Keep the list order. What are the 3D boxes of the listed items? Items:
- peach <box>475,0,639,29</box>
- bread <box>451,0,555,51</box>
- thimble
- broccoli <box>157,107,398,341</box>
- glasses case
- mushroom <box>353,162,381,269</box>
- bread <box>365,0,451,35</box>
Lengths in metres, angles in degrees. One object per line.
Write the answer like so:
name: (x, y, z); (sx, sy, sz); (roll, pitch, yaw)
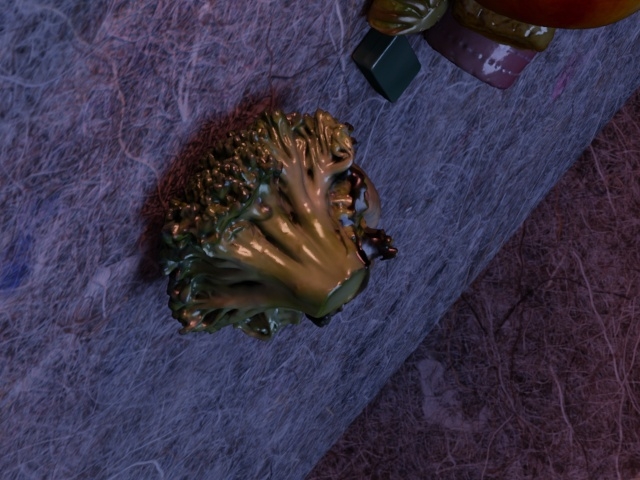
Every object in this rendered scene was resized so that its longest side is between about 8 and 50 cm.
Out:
peach: (0.297, -0.460, 1.873); (0.388, 0.388, 0.388); (-46, 161, -21)
bread: (0.303, -0.426, 2.189); (0.132, 0.167, 0.294); (-118, -133, -82)
thimble: (0.252, -0.323, 2.359); (0.125, 0.163, 0.189); (-56, 155, 13)
broccoli: (-0.065, -0.008, 2.051); (0.334, 0.272, 0.324); (-25, 170, -30)
glasses case: (0.102, -0.268, 2.284); (0.077, 0.039, 0.184); (-52, 163, -1)
mushroom: (0.000, 0.000, 2.290); (0.253, 0.195, 0.189); (-53, 167, 9)
bread: (0.137, -0.358, 2.155); (0.157, 0.083, 0.094); (-34, 143, -43)
